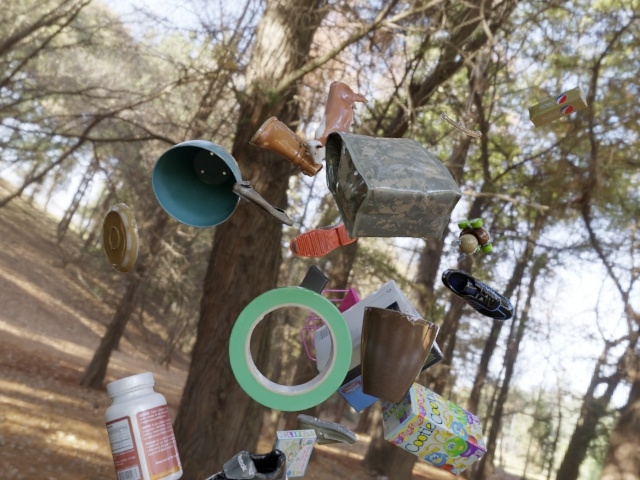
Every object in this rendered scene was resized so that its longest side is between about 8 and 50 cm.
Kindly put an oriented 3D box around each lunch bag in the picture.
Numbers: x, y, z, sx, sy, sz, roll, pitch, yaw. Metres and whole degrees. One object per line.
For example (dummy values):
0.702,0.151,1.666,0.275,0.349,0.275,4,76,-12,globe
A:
0.150,-0.145,1.287,0.235,0.287,0.169,1,-47,-20,lunch bag

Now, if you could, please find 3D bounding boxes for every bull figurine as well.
0.065,-0.378,1.820,0.188,0.310,0.101,24,-18,-30,bull figurine

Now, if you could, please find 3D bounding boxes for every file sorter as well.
0.052,0.381,2.462,0.182,0.202,0.290,3,-48,-28,file sorter

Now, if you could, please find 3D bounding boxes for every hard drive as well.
-0.028,0.176,2.228,0.094,0.135,0.022,44,35,22,hard drive

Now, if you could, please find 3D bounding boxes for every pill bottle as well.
-0.358,0.382,1.097,0.121,0.216,0.121,-16,-13,-4,pill bottle

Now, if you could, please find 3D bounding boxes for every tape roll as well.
-0.079,0.283,1.459,0.321,0.321,0.077,19,-3,-4,tape roll

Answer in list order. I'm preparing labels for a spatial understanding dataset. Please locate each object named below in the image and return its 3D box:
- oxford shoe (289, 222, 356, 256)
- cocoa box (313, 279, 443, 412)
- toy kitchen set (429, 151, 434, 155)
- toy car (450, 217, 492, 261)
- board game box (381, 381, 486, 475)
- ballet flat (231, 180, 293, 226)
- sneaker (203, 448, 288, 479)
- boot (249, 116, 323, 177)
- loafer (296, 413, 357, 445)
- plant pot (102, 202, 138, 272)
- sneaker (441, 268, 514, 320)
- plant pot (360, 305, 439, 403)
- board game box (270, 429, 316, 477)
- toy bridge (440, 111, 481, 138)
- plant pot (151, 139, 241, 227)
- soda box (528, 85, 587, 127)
0.000,0.000,1.942,0.271,0.097,0.098,-13,8,-30,oxford shoe
0.183,0.348,1.824,0.228,0.347,0.231,51,10,-22,cocoa box
0.464,-0.265,2.464,0.122,0.207,0.166,-7,-35,18,toy kitchen set
0.647,0.013,2.442,0.149,0.188,0.155,-6,-65,57,toy car
0.341,0.569,1.670,0.275,0.144,0.142,31,26,-13,board game box
-0.175,-0.119,1.765,0.250,0.058,0.084,33,-3,-31,ballet flat
-0.160,0.437,1.000,0.234,0.106,0.078,-6,31,-31,sneaker
-0.104,-0.288,1.802,0.220,0.109,0.283,46,13,2,boot
0.021,0.761,2.165,0.251,0.087,0.094,15,-5,9,loafer
-0.681,-0.007,1.847,0.236,0.236,0.032,2,4,45,plant pot
0.445,0.156,1.554,0.232,0.081,0.090,30,1,10,sneaker
0.196,0.324,1.525,0.215,0.230,0.215,16,-12,4,plant pot
-0.080,0.565,1.450,0.103,0.154,0.026,5,28,-21,board game box
0.558,-0.452,2.182,0.188,0.063,0.026,24,-59,-14,toy bridge
-0.389,-0.215,1.844,0.290,0.195,0.290,4,-61,7,plant pot
0.829,-0.467,1.928,0.181,0.058,0.061,-21,-39,37,soda box
